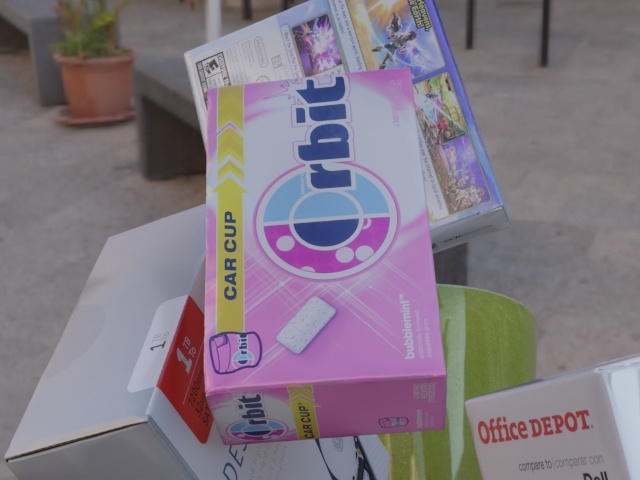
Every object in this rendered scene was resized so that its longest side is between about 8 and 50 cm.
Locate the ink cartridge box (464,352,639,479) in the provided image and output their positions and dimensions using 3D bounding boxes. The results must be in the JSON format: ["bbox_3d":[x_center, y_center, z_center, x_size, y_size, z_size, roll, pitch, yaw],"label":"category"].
[{"bbox_3d":[0.214,0.218,0.765,0.117,0.278,0.201,-9,-10,-20],"label":"ink cartridge box"}]

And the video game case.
[{"bbox_3d":[0.018,-0.096,1.057,0.244,0.270,0.061,-20,-24,12],"label":"video game case"}]

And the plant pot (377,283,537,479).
[{"bbox_3d":[0.093,0.230,1.137,0.274,0.275,0.294,-2,64,0],"label":"plant pot"}]

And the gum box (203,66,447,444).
[{"bbox_3d":[0.000,0.000,0.572,0.107,0.062,0.188,-4,57,2],"label":"gum box"}]

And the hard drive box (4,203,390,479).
[{"bbox_3d":[-0.054,0.125,0.661,0.089,0.232,0.181,-18,33,22],"label":"hard drive box"}]
